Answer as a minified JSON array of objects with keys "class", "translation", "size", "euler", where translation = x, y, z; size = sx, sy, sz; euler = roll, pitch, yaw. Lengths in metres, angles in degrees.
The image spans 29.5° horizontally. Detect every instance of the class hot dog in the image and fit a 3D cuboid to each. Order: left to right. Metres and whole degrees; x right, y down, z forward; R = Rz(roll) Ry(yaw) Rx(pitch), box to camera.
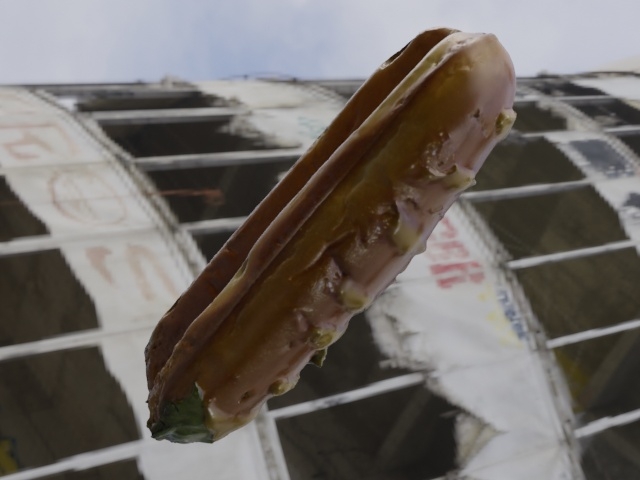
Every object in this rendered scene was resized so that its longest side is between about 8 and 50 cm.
[{"class":"hot dog","translation":[0.000,0.000,0.626],"size":[0.269,0.072,0.115],"euler":[-49,-157,8]}]
